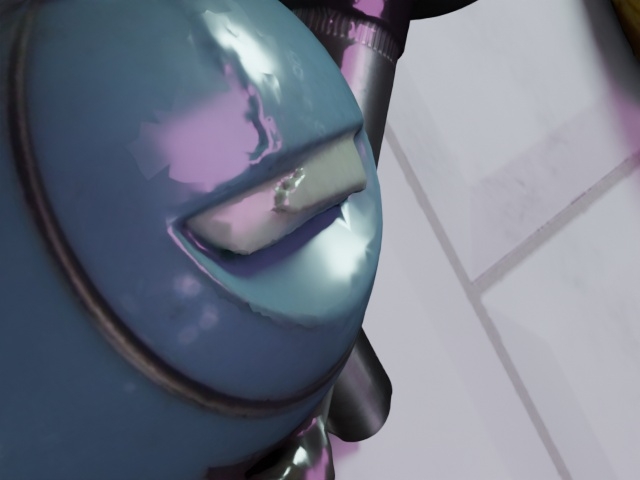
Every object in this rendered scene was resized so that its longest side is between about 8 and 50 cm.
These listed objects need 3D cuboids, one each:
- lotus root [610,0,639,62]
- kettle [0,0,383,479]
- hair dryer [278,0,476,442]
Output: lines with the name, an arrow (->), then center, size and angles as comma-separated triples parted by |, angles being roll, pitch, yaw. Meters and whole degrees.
lotus root -> 0.353, -0.241, 1.520 | 0.316, 0.316, 0.250 | -4, 55, -54
kettle -> -0.148, -0.011, 0.607 | 0.247, 0.342, 0.319 | -33, 96, -54
hair dryer -> -0.012, -0.018, 0.921 | 0.156, 0.284, 0.320 | 12, 82, -3
